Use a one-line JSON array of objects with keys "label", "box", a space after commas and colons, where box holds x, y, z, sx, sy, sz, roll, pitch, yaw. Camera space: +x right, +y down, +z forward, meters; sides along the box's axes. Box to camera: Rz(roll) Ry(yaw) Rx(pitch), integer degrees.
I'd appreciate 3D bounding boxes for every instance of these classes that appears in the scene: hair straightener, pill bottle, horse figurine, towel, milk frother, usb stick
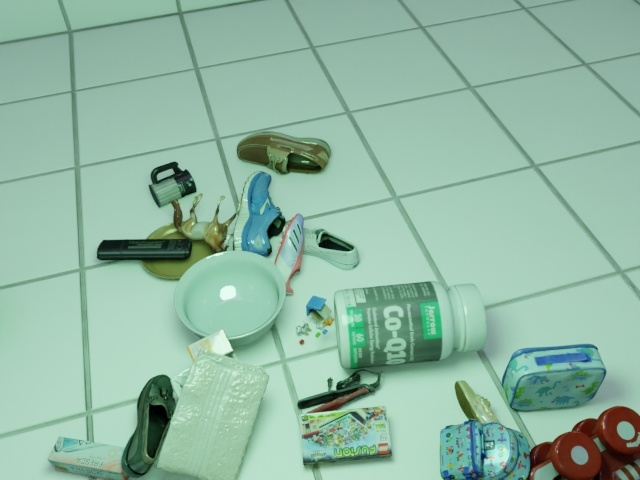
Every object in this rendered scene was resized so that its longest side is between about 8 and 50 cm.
[{"label": "hair straightener", "box": [0.047, 0.365, 1.632, 0.230, 0.047, 0.089, -23, 49, -11]}, {"label": "pill bottle", "box": [0.220, 0.209, 1.668, 0.361, 0.204, 0.204, -6, 46, -2]}, {"label": "horse figurine", "box": [-0.348, -0.054, 1.968, 0.263, 0.066, 0.174, 10, 73, 28]}, {"label": "towel", "box": [-0.241, 0.405, 1.507, 0.187, 0.049, 0.282, 20, 73, -10]}, {"label": "milk frother", "box": [-0.502, -0.189, 2.175, 0.134, 0.129, 0.143, -26, 7, -21]}, {"label": "usb stick", "box": [-0.521, 0.027, 1.947, 0.278, 0.045, 0.077, -1, 39, 2]}]

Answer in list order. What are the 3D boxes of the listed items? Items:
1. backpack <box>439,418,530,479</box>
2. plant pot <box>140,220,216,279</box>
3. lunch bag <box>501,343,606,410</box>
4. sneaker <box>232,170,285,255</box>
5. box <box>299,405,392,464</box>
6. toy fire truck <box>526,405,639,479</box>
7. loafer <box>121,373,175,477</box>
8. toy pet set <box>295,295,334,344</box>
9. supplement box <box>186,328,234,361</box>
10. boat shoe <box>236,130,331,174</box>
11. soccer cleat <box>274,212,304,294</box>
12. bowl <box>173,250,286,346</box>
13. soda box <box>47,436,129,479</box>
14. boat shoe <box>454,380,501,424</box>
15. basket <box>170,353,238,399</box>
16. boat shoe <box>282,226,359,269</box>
[{"label": "backpack", "box": [0.359, 0.467, 1.431, 0.173, 0.117, 0.158, -22, 36, 33]}, {"label": "plant pot", "box": [-0.424, 0.034, 1.988, 0.236, 0.032, 0.236, -2, 45, 2]}, {"label": "lunch bag", "box": [0.553, 0.322, 1.563, 0.219, 0.176, 0.090, -5, 46, -1]}, {"label": "sneaker", "box": [-0.179, -0.075, 2.035, 0.147, 0.130, 0.330, 8, 53, -3]}, {"label": "box", "box": [0.057, 0.454, 1.533, 0.207, 0.036, 0.114, -5, 66, -2]}, {"label": "toy fire truck", "box": [0.605, 0.516, 1.401, 0.302, 0.169, 0.254, -22, 68, -16]}, {"label": "loafer", "box": [-0.384, 0.423, 1.547, 0.084, 0.096, 0.267, -37, 29, 31]}, {"label": "toy pet set", "box": [-0.018, 0.202, 1.740, 0.065, 0.122, 0.114, 46, 47, -12]}, {"label": "supplement box", "box": [-0.266, 0.265, 1.591, 0.098, 0.036, 0.062, -25, 71, -10]}, {"label": "boat shoe", "box": [-0.129, -0.287, 2.222, 0.324, 0.123, 0.116, 2, 48, 7]}, {"label": "soccer cleat", "box": [-0.085, 0.040, 1.907, 0.095, 0.083, 0.248, 22, 68, -1]}, {"label": "bowl", "box": [-0.236, 0.179, 1.769, 0.297, 0.134, 0.298, -1, 46, 1]}, {"label": "soda box", "box": [-0.527, 0.506, 1.522, 0.183, 0.058, 0.063, 7, 47, 8]}, {"label": "boat shoe", "box": [0.382, 0.406, 1.574, 0.059, 0.063, 0.170, -18, 57, -17]}, {"label": "basket", "box": [-0.264, 0.365, 1.612, 0.167, 0.103, 0.113, -25, 50, -19]}, {"label": "boat shoe", "box": [0.000, 0.000, 1.961, 0.258, 0.084, 0.095, 18, 50, 19]}]
